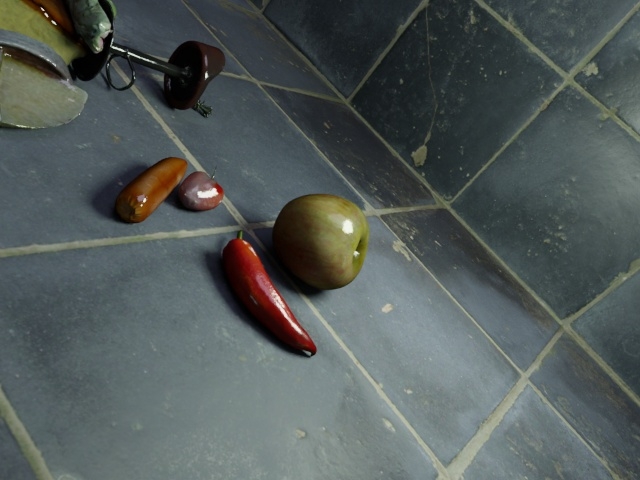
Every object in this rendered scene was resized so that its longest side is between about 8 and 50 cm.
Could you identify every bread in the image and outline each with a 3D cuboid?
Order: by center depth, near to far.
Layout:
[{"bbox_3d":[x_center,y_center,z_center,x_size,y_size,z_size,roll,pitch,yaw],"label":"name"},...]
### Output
[{"bbox_3d":[-0.789,-0.633,1.498,0.333,0.143,0.323,56,10,27],"label":"bread"}]

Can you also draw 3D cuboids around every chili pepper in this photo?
[{"bbox_3d":[-0.141,0.116,1.357,0.368,0.092,0.137,59,12,20],"label":"chili pepper"}]

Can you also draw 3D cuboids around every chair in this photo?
[{"bbox_3d":[-0.486,-0.522,1.714,0.401,0.226,0.226,6,42,-49],"label":"chair"}]

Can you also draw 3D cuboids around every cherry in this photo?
[{"bbox_3d":[-0.309,-0.125,1.488,0.126,0.087,0.106,-18,67,-40],"label":"cherry"}]

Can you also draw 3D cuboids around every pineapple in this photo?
[{"bbox_3d":[-0.408,-0.445,1.909,0.124,0.058,0.058,38,25,-19],"label":"pineapple"}]

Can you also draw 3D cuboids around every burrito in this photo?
[{"bbox_3d":[-0.623,-0.614,1.536,0.066,0.096,0.309,11,43,-52],"label":"burrito"}]

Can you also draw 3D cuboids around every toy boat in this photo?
[{"bbox_3d":[-0.677,-0.358,1.360,0.276,0.111,0.293,-5,63,-57],"label":"toy boat"}]

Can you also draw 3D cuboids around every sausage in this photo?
[{"bbox_3d":[-0.393,-0.131,1.381,0.083,0.089,0.300,30,27,-7],"label":"sausage"}]

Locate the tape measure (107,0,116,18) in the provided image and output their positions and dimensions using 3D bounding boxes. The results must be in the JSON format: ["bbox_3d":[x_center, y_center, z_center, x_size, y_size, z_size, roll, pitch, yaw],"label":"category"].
[{"bbox_3d":[-0.744,-0.753,1.870,0.175,0.106,0.200,19,35,-31],"label":"tape measure"}]

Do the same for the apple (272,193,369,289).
[{"bbox_3d":[0.000,0.000,1.548,0.234,0.256,0.257,12,20,16],"label":"apple"}]
